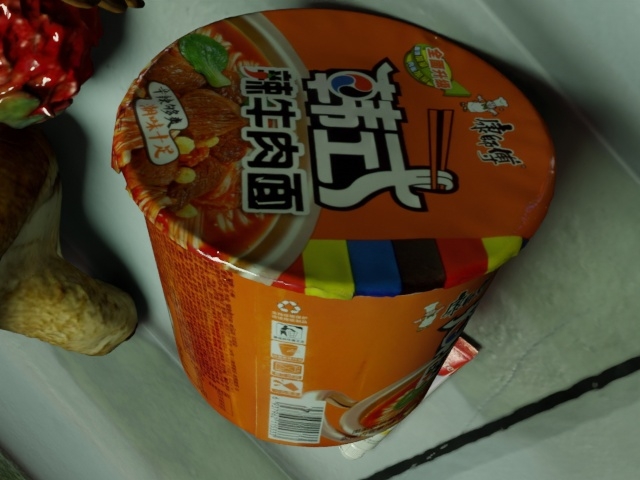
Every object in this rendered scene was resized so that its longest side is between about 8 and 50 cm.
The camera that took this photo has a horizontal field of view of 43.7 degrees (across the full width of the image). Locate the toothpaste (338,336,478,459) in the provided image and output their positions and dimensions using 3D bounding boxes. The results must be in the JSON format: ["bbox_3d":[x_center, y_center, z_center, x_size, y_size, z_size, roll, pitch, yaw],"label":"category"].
[{"bbox_3d":[0.067,0.136,0.694,0.048,0.031,0.190,39,130,8],"label":"toothpaste"}]

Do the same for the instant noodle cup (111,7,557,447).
[{"bbox_3d":[0.000,0.000,0.512,0.250,0.250,0.192,25,138,16],"label":"instant noodle cup"}]

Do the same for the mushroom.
[{"bbox_3d":[-0.294,0.006,0.715,0.267,0.254,0.267,33,129,56],"label":"mushroom"}]

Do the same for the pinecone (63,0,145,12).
[{"bbox_3d":[-0.158,-0.258,0.442,0.224,0.224,0.273,33,110,9],"label":"pinecone"}]

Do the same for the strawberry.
[{"bbox_3d":[-0.231,-0.207,0.596,0.111,0.190,0.237,-18,101,-4],"label":"strawberry"}]
